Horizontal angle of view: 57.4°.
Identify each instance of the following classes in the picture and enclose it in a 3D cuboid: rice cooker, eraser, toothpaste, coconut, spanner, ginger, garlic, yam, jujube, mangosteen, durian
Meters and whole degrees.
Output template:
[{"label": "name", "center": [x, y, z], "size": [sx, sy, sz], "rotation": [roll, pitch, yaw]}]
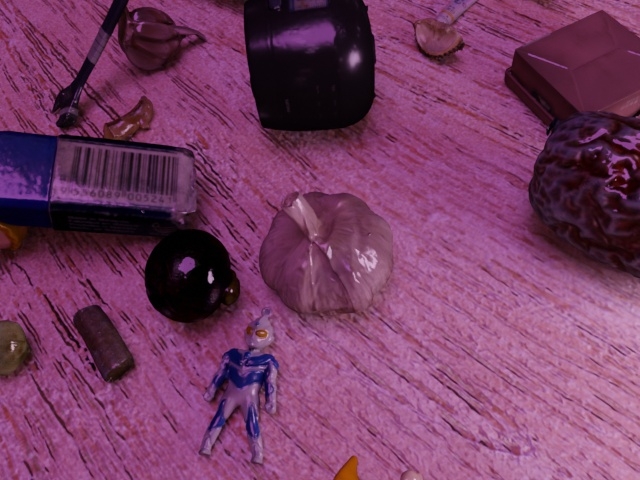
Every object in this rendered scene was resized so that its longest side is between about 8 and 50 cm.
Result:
[{"label": "rice cooker", "center": [-0.017, -0.332, 1.060], "size": [0.224, 0.267, 0.267], "rotation": [-8, 58, 2]}, {"label": "eraser", "center": [-0.378, -0.090, 0.983], "size": [0.332, 0.101, 0.155], "rotation": [3, 63, -16]}, {"label": "toothpaste", "center": [0.285, -0.490, 1.240], "size": [0.048, 0.031, 0.190], "rotation": [39, 68, 9]}, {"label": "coconut", "center": [-0.503, 0.169, 0.919], "size": [0.088, 0.096, 0.088], "rotation": [-12, 72, 42]}, {"label": "spanner", "center": [-0.469, -0.375, 1.192], "size": [0.087, 0.024, 0.316], "rotation": [38, 102, 37]}, {"label": "ginger", "center": [-0.389, -0.234, 1.173], "size": [0.137, 0.044, 0.057], "rotation": [-41, 44, -18]}, {"label": "garlic", "center": [-0.347, -0.445, 1.265], "size": [0.194, 0.127, 0.131], "rotation": [-17, 74, -33]}, {"label": "garlic", "center": [0.000, 0.000, 0.875], "size": [0.218, 0.212, 0.219], "rotation": [-7, 59, 11]}, {"label": "yam", "center": [-0.340, 0.159, 0.917], "size": [0.054, 0.054, 0.132], "rotation": [-36, 61, -14]}, {"label": "jujube", "center": [0.460, -0.060, 0.843], "size": [0.317, 0.226, 0.226], "rotation": [34, 69, 22]}, {"label": "mangosteen", "center": [-0.196, 0.058, 0.917], "size": [0.152, 0.152, 0.152], "rotation": [-4, 58, 6]}, {"label": "durian", "center": [0.231, -0.400, 1.172], "size": [0.052, 0.066, 0.130], "rotation": [-42, 53, -18]}]

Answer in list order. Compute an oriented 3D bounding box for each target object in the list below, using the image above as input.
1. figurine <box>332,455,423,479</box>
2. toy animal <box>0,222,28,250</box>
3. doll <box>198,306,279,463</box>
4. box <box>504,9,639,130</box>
[{"label": "figurine", "center": [0.138, 0.396, 0.636], "size": [0.343, 0.187, 0.215], "rotation": [21, 87, 24]}, {"label": "toy animal", "center": [-0.570, -0.063, 1.037], "size": [0.156, 0.156, 0.230], "rotation": [14, 65, 16]}, {"label": "doll", "center": [-0.112, 0.202, 0.859], "size": [0.114, 0.057, 0.227], "rotation": [3, 61, 15]}, {"label": "box", "center": [0.487, -0.294, 1.058], "size": [0.215, 0.086, 0.215], "rotation": [-26, 59, -7]}]
